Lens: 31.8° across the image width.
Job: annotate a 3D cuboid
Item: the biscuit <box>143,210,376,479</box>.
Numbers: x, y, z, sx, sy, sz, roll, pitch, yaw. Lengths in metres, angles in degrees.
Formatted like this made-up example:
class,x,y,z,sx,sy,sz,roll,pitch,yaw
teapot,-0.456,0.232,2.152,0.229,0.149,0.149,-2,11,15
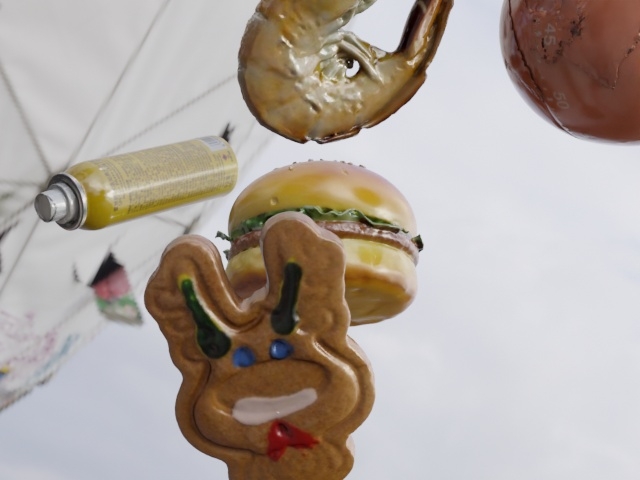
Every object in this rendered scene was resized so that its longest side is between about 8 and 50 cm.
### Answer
class,x,y,z,sx,sy,sz,roll,pitch,yaw
biscuit,-0.049,0.134,1.101,0.202,0.047,0.333,-10,-64,2

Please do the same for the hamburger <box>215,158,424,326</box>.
class,x,y,z,sx,sy,sz,roll,pitch,yaw
hamburger,-0.001,0.000,1.290,0.246,0.169,0.246,1,-16,0

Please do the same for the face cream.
class,x,y,z,sx,sy,sz,roll,pitch,yaw
face cream,-0.278,-0.083,1.692,0.105,0.104,0.349,6,16,39

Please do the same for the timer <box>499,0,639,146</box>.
class,x,y,z,sx,sy,sz,roll,pitch,yaw
timer,0.294,-0.204,1.083,0.230,0.229,0.215,35,-8,-30

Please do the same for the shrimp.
class,x,y,z,sx,sy,sz,roll,pitch,yaw
shrimp,0.039,-0.167,0.791,0.133,0.236,0.053,37,5,-13
